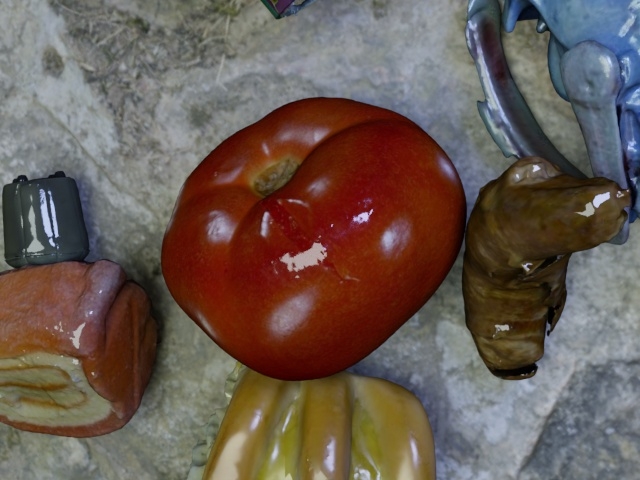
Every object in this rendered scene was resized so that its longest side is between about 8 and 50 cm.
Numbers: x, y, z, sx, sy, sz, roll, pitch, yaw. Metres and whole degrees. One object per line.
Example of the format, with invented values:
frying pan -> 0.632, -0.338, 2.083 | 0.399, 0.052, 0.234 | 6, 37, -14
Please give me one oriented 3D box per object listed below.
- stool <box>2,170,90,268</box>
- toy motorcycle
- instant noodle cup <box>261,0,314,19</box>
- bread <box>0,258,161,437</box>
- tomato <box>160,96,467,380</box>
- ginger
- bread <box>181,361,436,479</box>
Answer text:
stool -> -0.313, -0.021, 1.338 | 0.096, 0.096, 0.110 | -7, 90, 20
toy motorcycle -> 0.247, -0.157, 1.078 | 0.241, 0.182, 0.319 | -17, 92, 20
instant noodle cup -> -0.014, -0.342, 1.126 | 0.251, 0.251, 0.190 | -33, 95, 20
bread -> -0.303, 0.123, 1.317 | 0.244, 0.123, 0.190 | -6, 132, 25
tomato -> 0.000, 0.000, 1.144 | 0.298, 0.298, 0.226 | -24, 127, 20
ginger -> 0.189, 0.015, 1.098 | 0.107, 0.309, 0.133 | -14, 59, -9
bread -> -0.026, 0.277, 1.216 | 0.270, 0.211, 0.315 | 26, 107, 13
